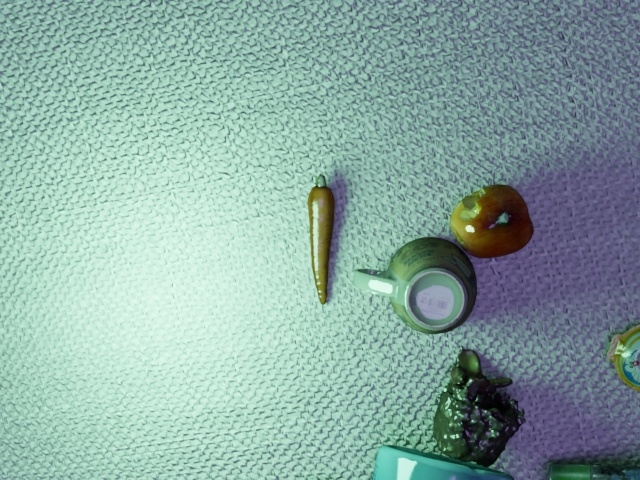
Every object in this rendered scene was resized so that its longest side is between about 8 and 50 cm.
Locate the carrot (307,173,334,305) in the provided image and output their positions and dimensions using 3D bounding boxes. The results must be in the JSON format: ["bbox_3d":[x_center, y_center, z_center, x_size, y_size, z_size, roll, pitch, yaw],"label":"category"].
[{"bbox_3d":[0.000,0.000,1.628,0.069,0.069,0.336,2,102,6],"label":"carrot"}]

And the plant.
[{"bbox_3d":[0.377,0.410,1.554,0.178,0.204,0.234,18,100,-6],"label":"plant"}]

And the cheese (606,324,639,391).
[{"bbox_3d":[0.827,0.292,1.547,0.270,0.069,0.177,17,97,5],"label":"cheese"}]

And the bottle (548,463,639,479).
[{"bbox_3d":[0.716,0.579,1.525,0.329,0.093,0.093,-7,94,28],"label":"bottle"}]

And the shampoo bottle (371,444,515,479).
[{"bbox_3d":[0.259,0.674,1.479,0.330,0.331,0.343,11,76,6],"label":"shampoo bottle"}]

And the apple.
[{"bbox_3d":[0.398,-0.043,1.520,0.199,0.199,0.199,1,95,7],"label":"apple"}]

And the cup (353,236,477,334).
[{"bbox_3d":[0.223,0.105,1.511,0.300,0.257,0.228,7,93,8],"label":"cup"}]
